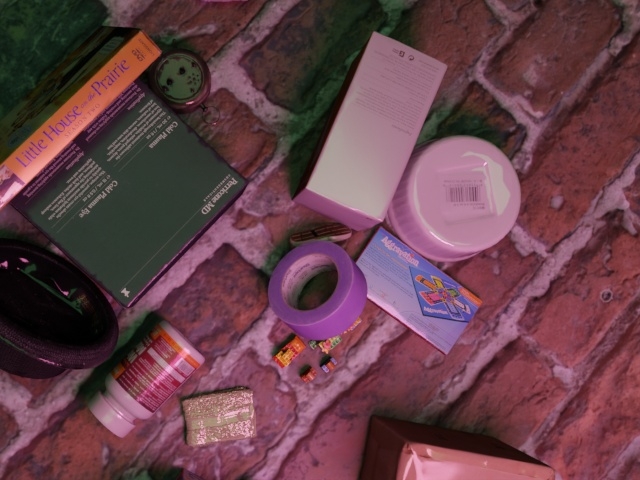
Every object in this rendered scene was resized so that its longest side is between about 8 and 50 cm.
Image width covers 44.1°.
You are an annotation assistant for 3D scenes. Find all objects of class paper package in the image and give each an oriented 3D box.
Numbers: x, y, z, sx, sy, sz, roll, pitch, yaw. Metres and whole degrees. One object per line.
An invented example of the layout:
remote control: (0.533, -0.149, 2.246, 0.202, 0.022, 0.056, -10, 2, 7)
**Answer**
paper package: (0.254, 0.470, 1.544, 0.310, 0.325, 0.168, 12, 84, -8)

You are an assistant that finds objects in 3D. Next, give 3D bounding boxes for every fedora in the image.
fedora: (-0.557, 0.152, 1.492, 0.334, 0.334, 0.152, 37, 112, -5)

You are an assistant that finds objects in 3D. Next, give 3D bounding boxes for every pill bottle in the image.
pill bottle: (-0.345, 0.274, 1.560, 0.121, 0.121, 0.221, 45, 80, -4)

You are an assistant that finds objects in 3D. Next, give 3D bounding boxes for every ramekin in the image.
ramekin: (0.289, -0.094, 1.685, 0.278, 0.135, 0.277, 1, 86, -10)

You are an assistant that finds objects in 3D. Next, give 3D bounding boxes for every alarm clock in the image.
alarm clock: (-0.279, -0.318, 1.644, 0.129, 0.064, 0.192, -44, 97, -10)

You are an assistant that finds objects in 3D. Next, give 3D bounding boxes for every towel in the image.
towel: (-0.207, 0.364, 1.624, 0.148, 0.027, 0.110, -7, 87, -10)

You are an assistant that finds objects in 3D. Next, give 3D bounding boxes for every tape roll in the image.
tape roll: (-0.005, 0.100, 1.596, 0.189, 0.080, 0.188, -13, 57, 21)

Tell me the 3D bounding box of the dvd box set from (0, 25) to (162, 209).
dvd box set: (-0.506, -0.239, 1.480, 0.420, 0.308, 0.062, -47, 121, -9)

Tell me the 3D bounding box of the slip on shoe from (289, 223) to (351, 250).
slip on shoe: (0.000, 0.000, 1.679, 0.136, 0.051, 0.041, -13, 128, -18)

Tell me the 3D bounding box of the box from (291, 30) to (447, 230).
box: (0.094, -0.214, 1.620, 0.168, 0.215, 0.345, 24, 82, -7)

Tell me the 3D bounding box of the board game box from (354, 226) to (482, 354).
board game box: (0.199, 0.109, 1.710, 0.281, 0.027, 0.145, 36, 83, -5)

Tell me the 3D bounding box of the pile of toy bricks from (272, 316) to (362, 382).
pile of toy bricks: (0.010, 0.203, 1.632, 0.212, 0.105, 0.118, -43, 94, -10)

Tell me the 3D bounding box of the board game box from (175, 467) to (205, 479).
board game box: (-0.236, 0.551, 1.481, 0.144, 0.275, 0.142, 32, 82, -6)

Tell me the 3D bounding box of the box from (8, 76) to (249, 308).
box: (-0.372, -0.091, 1.551, 0.312, 0.179, 0.343, 44, 81, -3)
